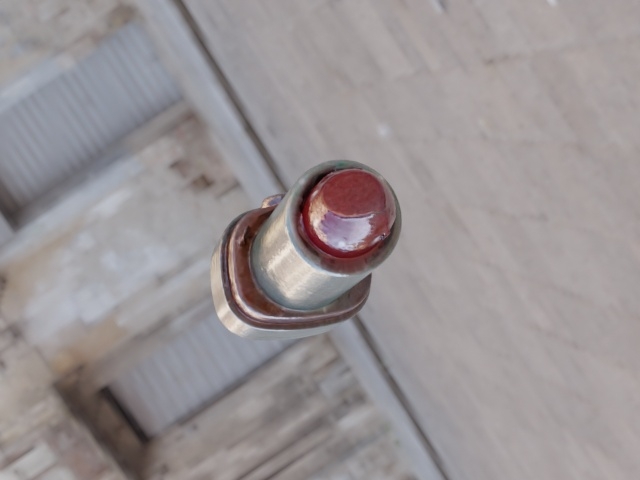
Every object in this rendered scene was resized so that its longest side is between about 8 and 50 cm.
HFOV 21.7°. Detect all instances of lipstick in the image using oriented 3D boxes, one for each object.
[{"bbox_3d":[0.000,-0.001,0.638,0.186,0.063,0.057,136,129,-75],"label":"lipstick"}]
